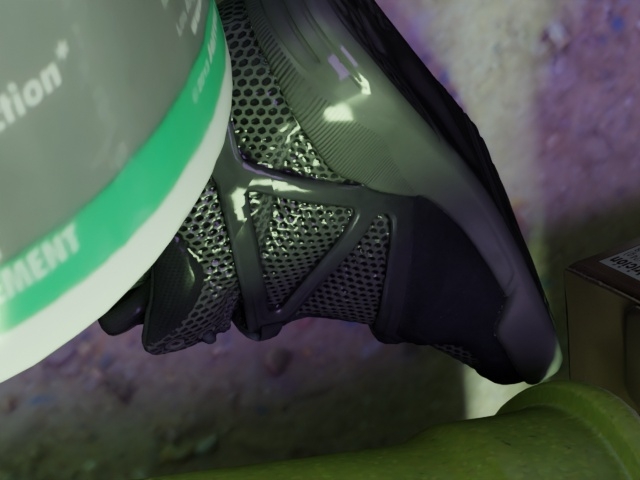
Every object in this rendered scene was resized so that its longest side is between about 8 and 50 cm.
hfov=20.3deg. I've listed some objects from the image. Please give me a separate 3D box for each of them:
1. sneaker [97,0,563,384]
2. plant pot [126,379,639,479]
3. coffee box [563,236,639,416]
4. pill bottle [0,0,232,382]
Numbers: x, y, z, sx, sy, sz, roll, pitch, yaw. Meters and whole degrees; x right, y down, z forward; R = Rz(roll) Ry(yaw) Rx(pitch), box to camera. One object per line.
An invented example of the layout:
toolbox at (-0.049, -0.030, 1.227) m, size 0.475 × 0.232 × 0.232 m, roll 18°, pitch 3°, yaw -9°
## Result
sneaker at (0.000, 0.000, 0.628) m, size 0.130 × 0.087 × 0.227 m, roll -28°, pitch 143°, yaw 16°
plant pot at (-0.031, 0.182, 0.600) m, size 0.253 × 0.276 × 0.276 m, roll 3°, pitch 110°, yaw -15°
coffee box at (0.249, 0.054, 0.719) m, size 0.297 × 0.119 × 0.168 m, roll -21°, pitch 119°, yaw -27°
pill bottle at (-0.155, -0.142, 0.372) m, size 0.204 × 0.204 × 0.361 m, roll -29°, pitch 134°, yaw -12°
